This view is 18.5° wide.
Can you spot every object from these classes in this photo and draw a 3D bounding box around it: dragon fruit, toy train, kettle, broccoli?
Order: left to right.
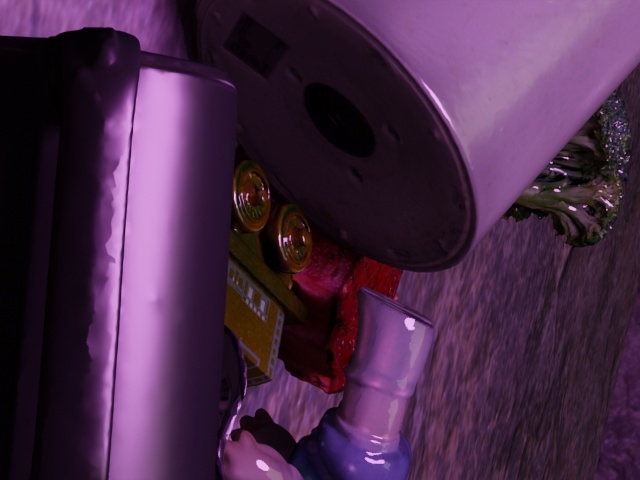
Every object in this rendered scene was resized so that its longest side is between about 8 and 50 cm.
[{"bbox_3d":[-0.153,0.053,0.989,0.262,0.203,0.308,10,86,-74],"label":"kettle"},{"bbox_3d":[-0.082,0.011,1.299,0.225,0.090,0.137,46,45,-50],"label":"toy train"},{"bbox_3d":[0.000,0.000,1.540,0.163,0.189,0.261,-45,-175,41],"label":"dragon fruit"},{"bbox_3d":[0.089,-0.224,1.427,0.377,0.361,0.250,-43,173,-26],"label":"kettle"},{"bbox_3d":[0.186,-0.113,1.979,0.269,0.254,0.269,-15,114,-39],"label":"broccoli"}]

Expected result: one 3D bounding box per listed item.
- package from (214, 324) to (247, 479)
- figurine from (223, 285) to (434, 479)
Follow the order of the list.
[{"bbox_3d":[-0.100,0.159,1.141,0.040,0.232,0.166,10,57,-36],"label":"package"},{"bbox_3d":[-0.013,0.223,1.347,0.224,0.205,0.382,-69,-175,-72],"label":"figurine"}]
